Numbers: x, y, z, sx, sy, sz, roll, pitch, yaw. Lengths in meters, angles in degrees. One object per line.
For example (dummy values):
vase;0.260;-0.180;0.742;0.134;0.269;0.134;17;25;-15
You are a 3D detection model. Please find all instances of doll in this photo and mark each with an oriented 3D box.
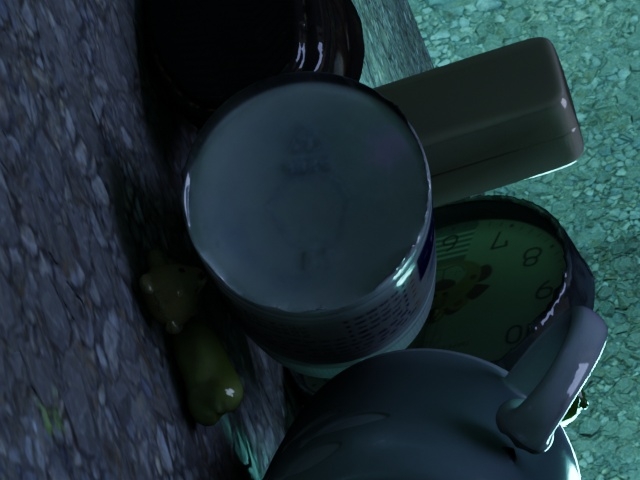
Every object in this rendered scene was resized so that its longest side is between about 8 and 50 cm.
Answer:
doll;-0.117;0.037;1.430;0.061;0.051;0.093;58;-15;-8

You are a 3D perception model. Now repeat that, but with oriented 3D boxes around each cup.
cup;0.101;0.201;1.440;0.259;0.356;0.274;38;15;0

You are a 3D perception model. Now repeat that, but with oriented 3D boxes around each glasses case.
glasses case;0.081;-0.091;1.824;0.144;0.337;0.076;-91;161;-55

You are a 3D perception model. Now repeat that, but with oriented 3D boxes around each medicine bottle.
medicine bottle;0.000;0.000;1.540;0.332;0.190;0.189;74;1;-76

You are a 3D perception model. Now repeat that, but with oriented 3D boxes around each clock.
clock;0.109;0.074;1.803;0.312;0.313;0.061;-92;156;-56

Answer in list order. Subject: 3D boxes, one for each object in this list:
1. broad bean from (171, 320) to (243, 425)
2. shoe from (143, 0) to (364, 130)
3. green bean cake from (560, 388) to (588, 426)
broad bean;-0.088;0.101;1.440;0.063;0.045;0.083;28;37;-60
shoe;-0.050;-0.177;1.735;0.237;0.171;0.384;59;9;-41
green bean cake;0.218;0.148;2.466;0.250;0.156;0.246;142;-71;-72
